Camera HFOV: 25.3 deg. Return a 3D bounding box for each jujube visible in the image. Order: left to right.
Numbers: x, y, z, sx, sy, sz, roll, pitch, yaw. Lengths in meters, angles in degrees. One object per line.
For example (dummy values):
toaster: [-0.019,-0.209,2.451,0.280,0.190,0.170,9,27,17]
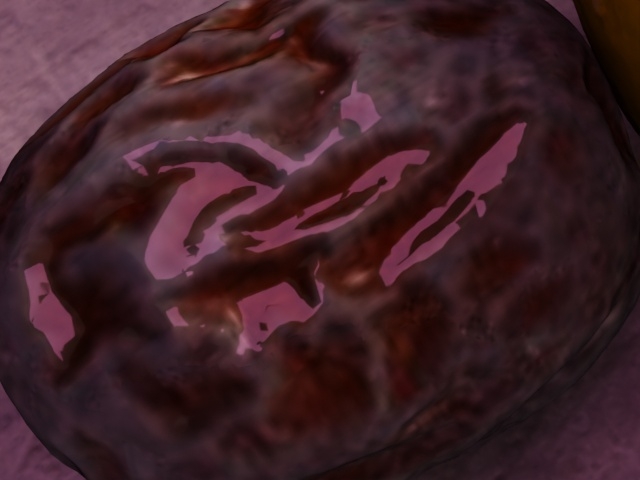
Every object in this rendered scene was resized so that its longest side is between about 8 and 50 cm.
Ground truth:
jujube: [0.000,-0.002,0.669,0.308,0.215,0.246,-36,62,-5]

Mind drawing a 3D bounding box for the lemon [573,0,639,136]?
lemon: [0.263,-0.191,0.618,0.364,0.364,0.364,-6,64,12]
